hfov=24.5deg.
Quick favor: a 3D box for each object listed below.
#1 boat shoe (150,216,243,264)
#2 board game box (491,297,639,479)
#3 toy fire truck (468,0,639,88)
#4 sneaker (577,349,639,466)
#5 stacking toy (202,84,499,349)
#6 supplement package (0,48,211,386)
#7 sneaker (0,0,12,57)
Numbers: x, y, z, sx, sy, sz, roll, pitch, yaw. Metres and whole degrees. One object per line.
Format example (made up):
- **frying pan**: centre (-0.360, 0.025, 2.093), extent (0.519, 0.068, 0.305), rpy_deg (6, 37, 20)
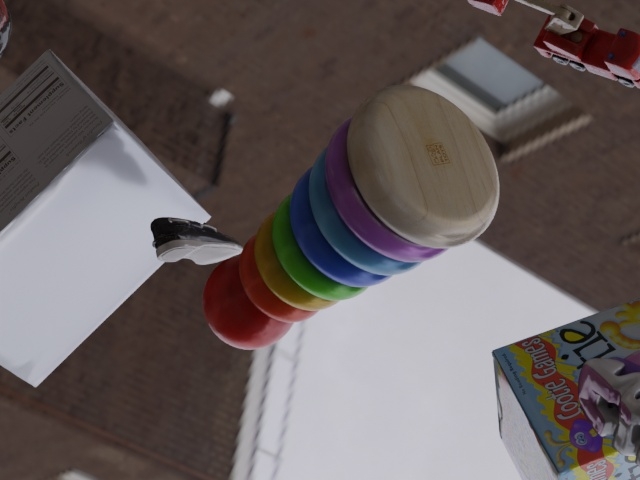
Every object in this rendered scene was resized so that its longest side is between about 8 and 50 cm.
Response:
- **boat shoe**: centre (-0.119, -0.001, 1.419), extent (0.046, 0.125, 0.038), rpy_deg (-29, -108, 30)
- **board game box**: centre (0.309, 0.143, 1.311), extent (0.275, 0.144, 0.142), rpy_deg (-19, -131, -6)
- **toy fire truck**: centre (0.266, -0.234, 1.606), extent (0.192, 0.135, 0.047), rpy_deg (25, -94, 34)
- **sneaker**: centre (0.303, 0.158, 1.103), extent (0.105, 0.095, 0.236), rpy_deg (-28, -122, -19)
- **stacking toy**: centre (0.000, 0.000, 1.265), extent (0.330, 0.141, 0.141), rpy_deg (-36, -143, 47)
- **supplement package**: centre (-0.284, -0.018, 1.500), extent (0.262, 0.204, 0.145), rpy_deg (-44, -127, -1)
- **sneaker**: centre (-0.348, -0.176, 1.140), extent (0.098, 0.276, 0.135), rpy_deg (30, -57, 30)
